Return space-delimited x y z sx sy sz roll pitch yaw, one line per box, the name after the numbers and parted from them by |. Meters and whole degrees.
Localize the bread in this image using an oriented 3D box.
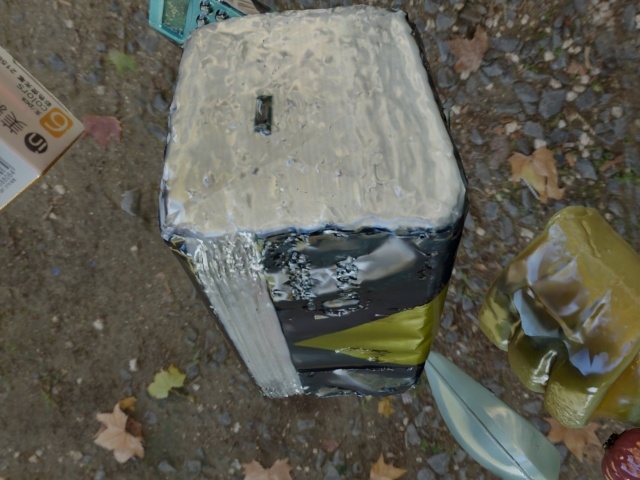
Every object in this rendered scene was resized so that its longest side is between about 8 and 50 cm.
0.431 0.154 0.933 0.301 0.210 0.341 -59 46 40 | bread

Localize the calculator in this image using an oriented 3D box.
-0.185 -0.382 1.002 0.274 0.248 0.058 28 77 -14 | calculator

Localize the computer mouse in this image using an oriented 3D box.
0.254 0.292 0.892 0.097 0.288 0.159 -49 121 -5 | computer mouse

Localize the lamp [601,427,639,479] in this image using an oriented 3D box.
0.482 0.339 0.852 0.092 0.107 0.107 41 100 38 | lamp

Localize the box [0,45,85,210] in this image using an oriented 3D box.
-0.402 -0.104 0.543 0.273 0.091 0.221 -24 121 30 | box

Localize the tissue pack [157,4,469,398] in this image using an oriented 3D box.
0.000 0.000 0.626 0.253 0.417 0.264 -4 57 1 | tissue pack
